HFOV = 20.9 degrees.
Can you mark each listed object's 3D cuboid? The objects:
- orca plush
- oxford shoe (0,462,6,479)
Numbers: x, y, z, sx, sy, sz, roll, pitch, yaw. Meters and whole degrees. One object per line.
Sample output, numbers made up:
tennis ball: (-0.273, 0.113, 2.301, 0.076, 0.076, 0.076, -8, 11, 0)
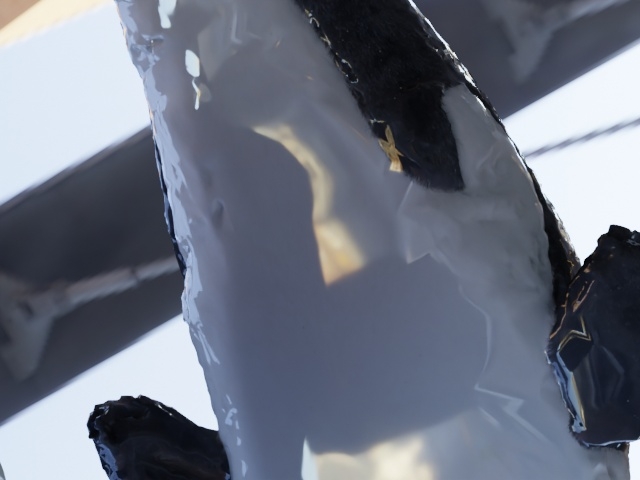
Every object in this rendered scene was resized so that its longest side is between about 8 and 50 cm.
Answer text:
orca plush: (0.000, 0.000, 0.472, 0.287, 0.151, 0.102, 49, -163, -4)
oxford shoe: (-0.196, 0.274, 0.604, 0.169, 0.130, 0.449, 12, -82, -36)
